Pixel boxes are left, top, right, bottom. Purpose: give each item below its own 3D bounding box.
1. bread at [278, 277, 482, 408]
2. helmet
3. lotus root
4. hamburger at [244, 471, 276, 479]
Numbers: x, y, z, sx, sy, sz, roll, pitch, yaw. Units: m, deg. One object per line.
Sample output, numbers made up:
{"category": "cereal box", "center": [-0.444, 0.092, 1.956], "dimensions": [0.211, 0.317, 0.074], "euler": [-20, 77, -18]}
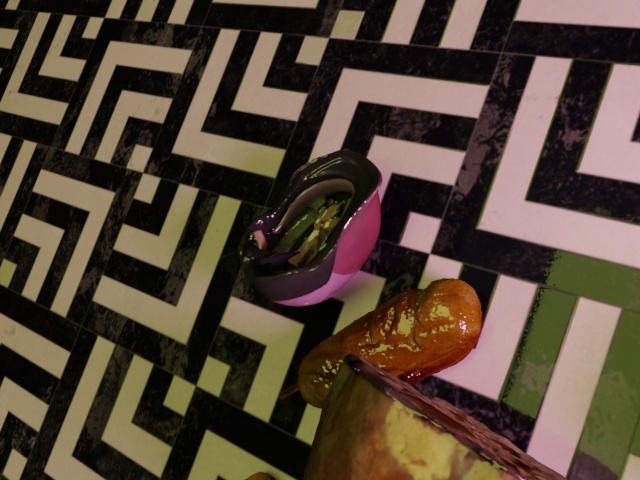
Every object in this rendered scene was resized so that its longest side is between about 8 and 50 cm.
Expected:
{"category": "bread", "center": [0.074, 0.163, 0.986], "dimensions": [0.344, 0.084, 0.124], "euler": [-30, 61, 21]}
{"category": "helmet", "center": [0.000, 0.000, 1.048], "dimensions": [0.253, 0.154, 0.198], "euler": [-34, 38, -3]}
{"category": "lotus root", "center": [0.112, 0.290, 0.804], "dimensions": [0.316, 0.316, 0.249], "euler": [36, 100, 35]}
{"category": "hamburger", "center": [-0.098, 0.394, 1.040], "dimensions": [0.083, 0.044, 0.076], "euler": [-39, 59, 12]}
